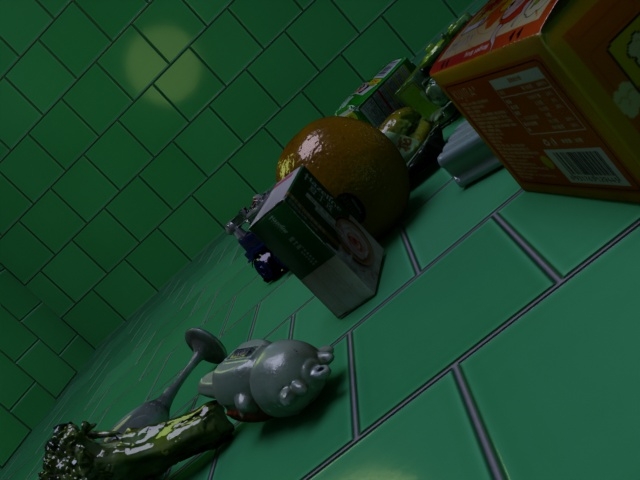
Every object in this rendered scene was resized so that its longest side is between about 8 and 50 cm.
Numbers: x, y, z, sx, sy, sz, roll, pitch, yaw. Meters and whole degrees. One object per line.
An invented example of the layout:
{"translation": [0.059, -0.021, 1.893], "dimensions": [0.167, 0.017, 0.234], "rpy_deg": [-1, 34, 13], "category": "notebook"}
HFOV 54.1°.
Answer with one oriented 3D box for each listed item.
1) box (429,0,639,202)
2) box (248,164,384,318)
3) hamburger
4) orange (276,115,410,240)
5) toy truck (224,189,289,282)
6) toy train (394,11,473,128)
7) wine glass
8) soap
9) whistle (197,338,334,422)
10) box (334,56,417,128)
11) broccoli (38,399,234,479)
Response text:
{"translation": [0.298, -0.203, 0.642], "dimensions": [0.259, 0.214, 0.283], "rpy_deg": [-46, 12, -1], "category": "box"}
{"translation": [0.000, 0.000, 0.943], "dimensions": [0.081, 0.199, 0.135], "rpy_deg": [-35, 17, 27], "category": "box"}
{"translation": [0.163, -0.197, 1.247], "dimensions": [0.235, 0.125, 0.214], "rpy_deg": [-50, 10, 23], "category": "hamburger"}
{"translation": [0.039, -0.102, 1.085], "dimensions": [0.236, 0.236, 0.236], "rpy_deg": [-41, 12, 11], "category": "orange"}
{"translation": [-0.105, -0.027, 1.437], "dimensions": [0.213, 0.177, 0.161], "rpy_deg": [-29, 18, 52], "category": "toy truck"}
{"translation": [0.293, -0.380, 1.407], "dimensions": [0.272, 0.159, 0.188], "rpy_deg": [-53, 9, -35], "category": "toy train"}
{"translation": [-0.329, 0.336, 1.176], "dimensions": [0.264, 0.096, 0.310], "rpy_deg": [-42, 10, 48], "category": "wine glass"}
{"translation": [0.279, -0.170, 0.930], "dimensions": [0.198, 0.066, 0.119], "rpy_deg": [-31, 16, 45], "category": "soap"}
{"translation": [-0.077, 0.179, 0.801], "dimensions": [0.253, 0.106, 0.101], "rpy_deg": [-16, -10, 43], "category": "whistle"}
{"translation": [0.169, -0.321, 1.551], "dimensions": [0.250, 0.180, 0.103], "rpy_deg": [-48, 16, -24], "category": "box"}
{"translation": [-0.253, 0.327, 0.913], "dimensions": [0.274, 0.177, 0.199], "rpy_deg": [-17, -29, -11], "category": "broccoli"}
